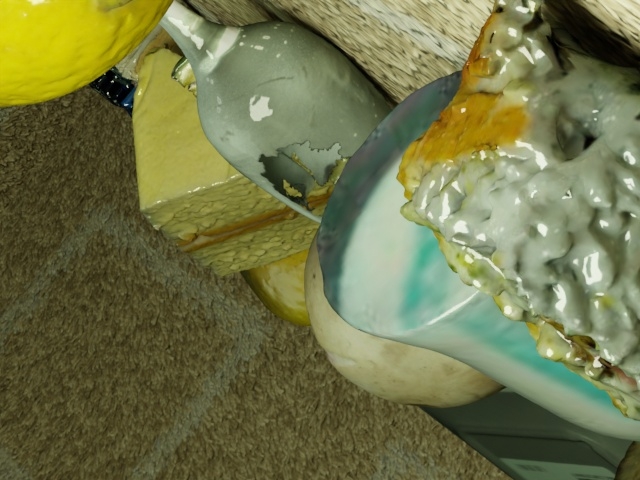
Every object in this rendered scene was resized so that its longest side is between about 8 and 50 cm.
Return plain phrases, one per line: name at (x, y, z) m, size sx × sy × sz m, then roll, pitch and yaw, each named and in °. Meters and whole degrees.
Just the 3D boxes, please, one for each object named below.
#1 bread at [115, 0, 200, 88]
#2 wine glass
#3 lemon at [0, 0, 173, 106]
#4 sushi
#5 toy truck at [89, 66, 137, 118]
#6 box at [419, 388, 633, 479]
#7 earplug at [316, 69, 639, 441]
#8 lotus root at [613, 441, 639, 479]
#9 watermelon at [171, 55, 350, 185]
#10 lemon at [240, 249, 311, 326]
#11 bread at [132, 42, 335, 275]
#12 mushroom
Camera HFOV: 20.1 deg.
bread at (-0.164, -0.203, 1.943) m, size 0.082 × 0.106 × 0.125 m, roll 28°, pitch 175°, yaw 37°
wine glass at (-0.073, -0.147, 1.474) m, size 0.321 × 0.143 × 0.143 m, roll 37°, pitch 177°, yaw -20°
lemon at (-0.195, -0.201, 1.043) m, size 0.267 × 0.267 × 0.267 m, roll 38°, pitch 177°, yaw 3°
sushi at (0.145, -0.008, 0.911) m, size 0.274 × 0.139 × 0.184 m, roll 39°, pitch 175°, yaw -18°
toy truck at (-0.263, -0.243, 2.406) m, size 0.208 × 0.113 × 0.126 m, roll 38°, pitch 176°, yaw -9°
box at (0.329, 0.241, 1.984) m, size 0.396 × 0.111 × 0.396 m, roll 39°, pitch 162°, yaw -17°
earplug at (0.171, 0.043, 1.210) m, size 0.324 × 0.185 × 0.185 m, roll 34°, pitch 180°, yaw -38°
lotus root at (0.335, 0.187, 1.354) m, size 0.142 × 0.210 × 0.314 m, roll 49°, pitch -170°, yaw 0°
watermelon at (-0.038, -0.138, 1.617) m, size 0.181 × 0.092 × 0.075 m, roll 31°, pitch -168°, yaw -14°
lemon at (0.000, 0.000, 2.092) m, size 0.204 × 0.204 × 0.260 m, roll 40°, pitch 177°, yaw -24°
bread at (-0.043, -0.101, 1.865) m, size 0.263 × 0.236 × 0.198 m, roll 47°, pitch -146°, yaw -66°
mushroom at (0.104, 0.052, 1.697) m, size 0.255 × 0.255 × 0.184 m, roll 40°, pitch -149°, yaw -26°
